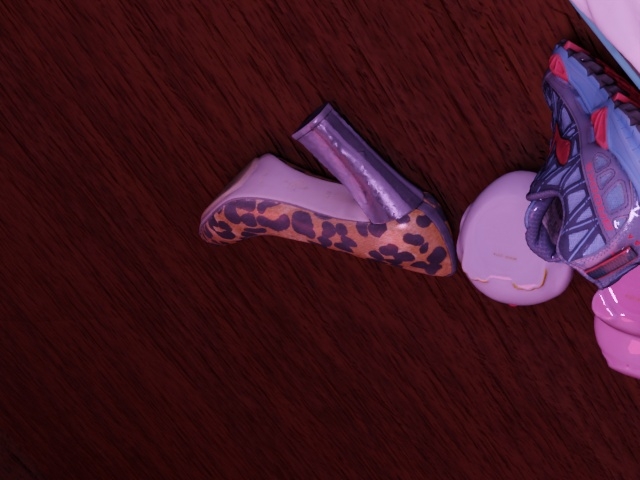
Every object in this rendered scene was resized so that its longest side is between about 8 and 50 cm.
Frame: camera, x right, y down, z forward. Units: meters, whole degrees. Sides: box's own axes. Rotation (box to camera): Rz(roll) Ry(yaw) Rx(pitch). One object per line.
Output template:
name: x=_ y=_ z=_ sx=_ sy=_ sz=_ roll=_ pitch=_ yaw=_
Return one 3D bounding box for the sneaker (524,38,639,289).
sneaker: x=0.175 y=-0.050 z=1.223 sx=0.104 sy=0.125 sz=0.262 roll=39 pitch=-167 yaw=-15

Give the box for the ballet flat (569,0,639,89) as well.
ballet flat: x=0.161 y=-0.217 z=1.094 sx=0.400 sy=0.139 sz=0.139 roll=38 pitch=153 yaw=-18

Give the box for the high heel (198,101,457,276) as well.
high heel: x=0.000 y=0.000 z=1.630 sx=0.186 sy=0.093 sz=0.261 roll=45 pitch=143 yaw=-8

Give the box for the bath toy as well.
bath toy: x=0.272 y=0.051 z=1.398 sx=0.348 sy=0.151 sz=0.129 roll=22 pitch=-166 yaw=21
